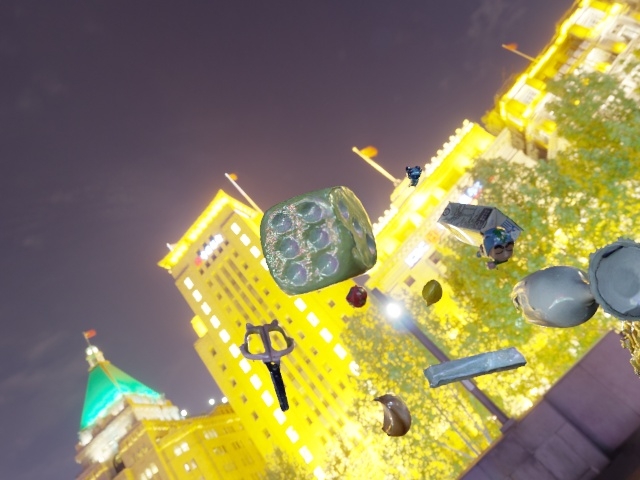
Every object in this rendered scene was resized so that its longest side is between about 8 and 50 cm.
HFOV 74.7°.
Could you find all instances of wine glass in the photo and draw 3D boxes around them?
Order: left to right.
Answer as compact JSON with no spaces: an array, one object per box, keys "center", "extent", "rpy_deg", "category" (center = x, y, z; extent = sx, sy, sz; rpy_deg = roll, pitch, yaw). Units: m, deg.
[{"center":[0.499,0.098,0.819],"extent":[0.143,0.143,0.321],"rpy_deg":[-40,-12,-8],"category":"wine glass"}]

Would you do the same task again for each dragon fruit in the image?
[{"center":[0.126,0.201,1.462],"extent":[0.056,0.060,0.083],"rpy_deg":[27,-85,-35],"category":"dragon fruit"}]

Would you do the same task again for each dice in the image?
[{"center":[0.000,0.000,1.159],"extent":[0.254,0.252,0.249],"rpy_deg":[-21,-3,20],"category":"dice"}]

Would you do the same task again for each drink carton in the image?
[{"center":[0.692,-0.062,1.851],"extent":[0.194,0.324,0.132],"rpy_deg":[33,-91,-20],"category":"drink carton"}]

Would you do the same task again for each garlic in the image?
[{"center":[0.284,0.646,1.591],"extent":[0.115,0.128,0.207],"rpy_deg":[-47,-54,-43],"category":"garlic"}]

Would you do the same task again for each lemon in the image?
[{"center":[0.341,0.161,1.285],"extent":[0.065,0.065,0.093],"rpy_deg":[-6,-68,-48],"category":"lemon"}]

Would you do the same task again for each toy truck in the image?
[{"center":[0.366,-0.245,1.656],"extent":[0.056,0.073,0.090],"rpy_deg":[-2,-62,-3],"category":"toy truck"}]

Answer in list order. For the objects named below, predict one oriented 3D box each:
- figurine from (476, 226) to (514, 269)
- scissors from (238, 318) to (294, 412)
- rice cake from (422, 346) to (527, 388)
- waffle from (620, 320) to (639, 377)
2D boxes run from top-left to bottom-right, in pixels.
[{"center":[0.608,0.038,1.453],"extent":[0.114,0.145,0.178],"rpy_deg":[-2,-23,0],"category":"figurine"},{"center":[-0.132,0.330,1.135],"extent":[0.160,0.318,0.024],"rpy_deg":[-4,-57,-17],"category":"scissors"},{"center":[0.302,0.249,0.825],"extent":[0.210,0.043,0.034],"rpy_deg":[-9,-40,-9],"category":"rice cake"},{"center":[0.775,0.296,0.925],"extent":[0.095,0.380,0.382],"rpy_deg":[-20,4,17],"category":"waffle"}]
